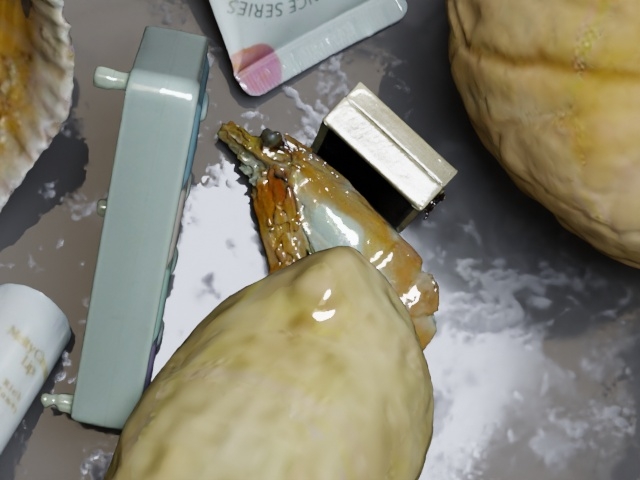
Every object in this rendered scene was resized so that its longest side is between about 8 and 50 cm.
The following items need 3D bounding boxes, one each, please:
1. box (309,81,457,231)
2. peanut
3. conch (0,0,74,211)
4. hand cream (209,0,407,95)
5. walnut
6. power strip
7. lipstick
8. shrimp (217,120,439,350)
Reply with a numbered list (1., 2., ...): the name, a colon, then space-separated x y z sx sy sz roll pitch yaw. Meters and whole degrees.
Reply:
1. box: 0.038 -0.047 0.992 0.083 0.079 0.035 43 79 3
2. peanut: -0.042 0.187 0.894 0.169 0.192 0.387 14 78 33
3. conch: -0.283 -0.133 0.888 0.297 0.352 0.210 -5 52 -5
4. hand cream: -0.056 -0.259 0.970 0.124 0.078 0.341 -31 110 -18
5. walnut: 0.212 -0.120 0.912 0.277 0.313 0.252 -26 104 16
6. power strip: -0.105 -0.018 0.941 0.061 0.145 0.216 12 116 -4
7. lipstick: -0.211 0.128 0.882 0.059 0.059 0.264 27 46 -2
8. shrimp: 0.000 0.000 0.999 0.091 0.043 0.184 -33 87 -6
